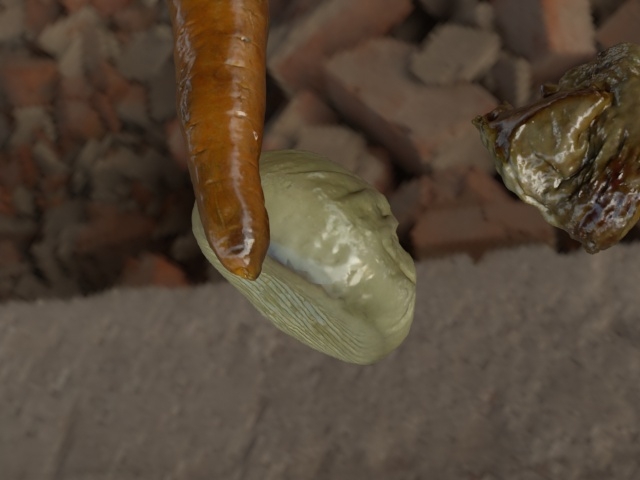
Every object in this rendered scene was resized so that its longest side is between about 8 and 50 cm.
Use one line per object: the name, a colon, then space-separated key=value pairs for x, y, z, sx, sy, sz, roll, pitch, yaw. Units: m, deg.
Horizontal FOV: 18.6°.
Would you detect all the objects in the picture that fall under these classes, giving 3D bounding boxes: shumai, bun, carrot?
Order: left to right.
carrot: x=-0.039 y=-0.067 z=0.814 sx=0.047 sy=0.047 sz=0.191 roll=-27 pitch=48 yaw=24
bun: x=0.000 y=0.000 z=1.568 sx=0.222 sy=0.222 sz=0.127 roll=21 pitch=67 yaw=42
shumai: x=0.173 y=-0.061 z=1.284 sx=0.123 sy=0.105 sz=0.139 roll=-49 pitch=54 yaw=52
